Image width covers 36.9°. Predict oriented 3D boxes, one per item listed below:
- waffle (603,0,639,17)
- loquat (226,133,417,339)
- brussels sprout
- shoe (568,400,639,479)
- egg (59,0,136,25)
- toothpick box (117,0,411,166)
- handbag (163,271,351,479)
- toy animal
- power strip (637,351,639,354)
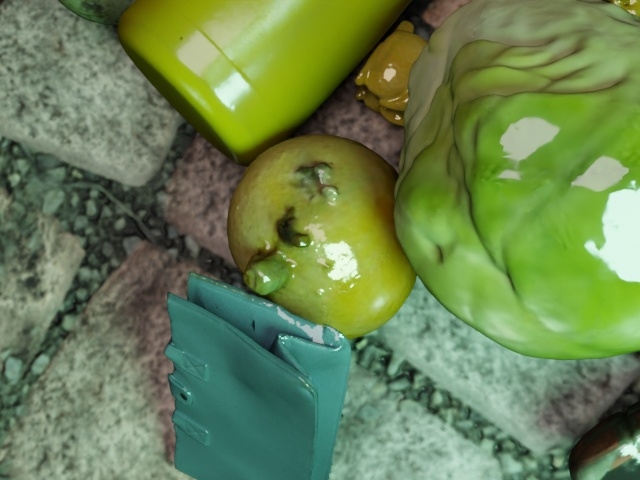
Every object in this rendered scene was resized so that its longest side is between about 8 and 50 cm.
[{"bbox_3d":[0.259,-0.331,0.870,0.260,0.069,0.293,11,82,11],"label":"waffle"},{"bbox_3d":[0.000,0.000,0.779,0.149,0.204,0.172,-15,96,29],"label":"loquat"},{"bbox_3d":[0.185,-0.050,0.693,0.317,0.242,0.273,30,72,19],"label":"brussels sprout"},{"bbox_3d":[0.338,0.176,0.738,0.291,0.114,0.137,-8,83,3],"label":"shoe"},{"bbox_3d":[-0.173,-0.280,0.885,0.182,0.141,0.141,-36,76,3],"label":"egg"},{"bbox_3d":[-0.026,-0.212,0.835,0.175,0.175,0.271,43,85,14],"label":"toothpick box"},{"bbox_3d":[-0.056,0.133,0.756,0.144,0.221,0.057,23,47,19],"label":"handbag"},{"bbox_3d":[0.113,-0.120,0.851,0.159,0.070,0.083,37,84,9],"label":"toy animal"},{"bbox_3d":[0.300,-0.029,0.811,0.080,0.048,0.286,3,79,13],"label":"power strip"}]
